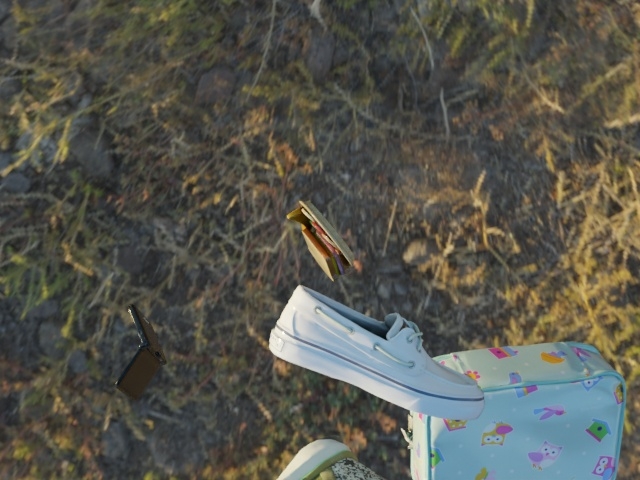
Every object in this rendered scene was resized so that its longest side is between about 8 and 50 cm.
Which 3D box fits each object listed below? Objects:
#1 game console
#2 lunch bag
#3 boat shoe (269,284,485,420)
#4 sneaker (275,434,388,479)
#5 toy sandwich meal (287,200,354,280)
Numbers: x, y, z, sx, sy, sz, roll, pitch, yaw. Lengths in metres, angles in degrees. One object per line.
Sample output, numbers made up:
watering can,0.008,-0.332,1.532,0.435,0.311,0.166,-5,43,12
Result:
game console,-0.277,0.167,1.533,0.071,0.122,0.107,-25,71,-5
lunch bag,0.246,0.253,1.341,0.279,0.108,0.224,-6,115,-8
boat shoe,0.066,0.108,0.990,0.226,0.083,0.076,19,99,-17
sneaker,-0.019,0.431,1.477,0.182,0.410,0.158,10,122,33
toy sandwich meal,0.000,0.000,0.945,0.029,0.085,0.085,-39,107,-2
